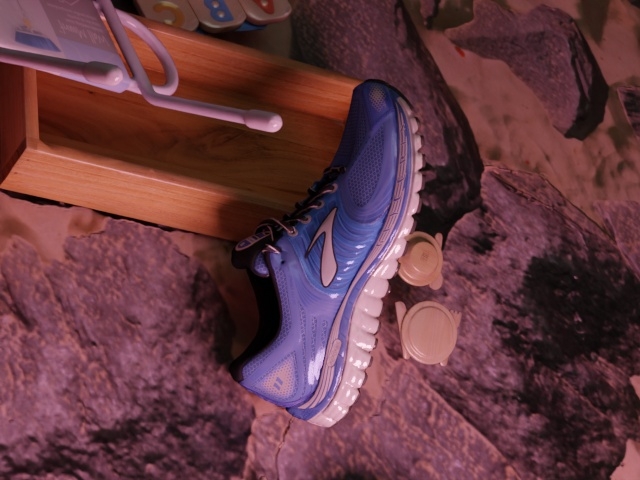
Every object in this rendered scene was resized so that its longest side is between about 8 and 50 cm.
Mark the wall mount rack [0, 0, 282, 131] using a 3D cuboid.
[{"bbox_3d":[-0.201,-0.192,1.756,0.350,0.130,0.304,12,41,-50],"label":"wall mount rack"}]

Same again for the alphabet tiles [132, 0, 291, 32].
[{"bbox_3d":[-0.158,-0.333,2.111,0.284,0.021,0.278,-13,62,-31],"label":"alphabet tiles"}]

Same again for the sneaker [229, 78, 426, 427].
[{"bbox_3d":[0.000,0.000,1.856,0.147,0.130,0.330,18,81,-10],"label":"sneaker"}]

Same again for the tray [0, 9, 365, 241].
[{"bbox_3d":[-0.119,-0.105,1.964,0.411,0.076,0.203,14,50,-29],"label":"tray"}]

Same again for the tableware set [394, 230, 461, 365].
[{"bbox_3d":[0.065,0.052,1.956,0.169,0.020,0.141,4,82,-26],"label":"tableware set"}]

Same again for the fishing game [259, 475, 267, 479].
[{"bbox_3d":[0.059,0.309,1.793,0.264,0.041,0.189,11,51,-20],"label":"fishing game"}]

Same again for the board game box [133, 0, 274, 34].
[{"bbox_3d":[-0.132,-0.261,2.104,0.169,0.033,0.133,-9,60,-28],"label":"board game box"}]
